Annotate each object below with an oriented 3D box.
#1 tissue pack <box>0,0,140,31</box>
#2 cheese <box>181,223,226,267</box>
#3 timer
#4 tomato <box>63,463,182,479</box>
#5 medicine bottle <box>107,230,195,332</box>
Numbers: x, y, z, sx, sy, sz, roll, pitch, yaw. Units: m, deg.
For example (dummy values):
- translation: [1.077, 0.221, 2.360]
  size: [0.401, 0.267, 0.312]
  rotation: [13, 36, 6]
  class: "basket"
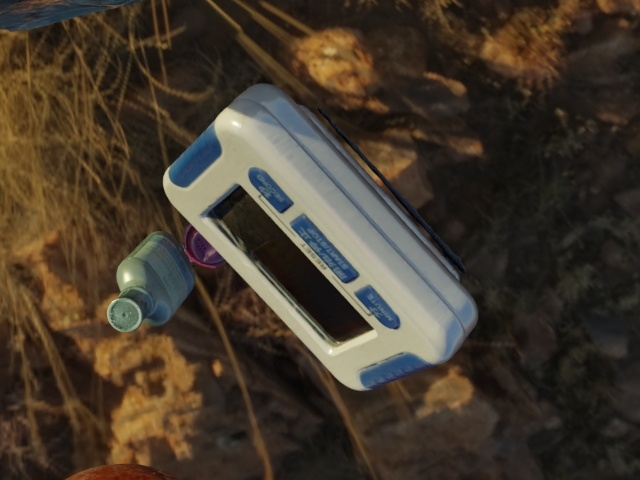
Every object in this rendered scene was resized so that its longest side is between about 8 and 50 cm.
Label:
- translation: [-0.183, -0.195, 0.729]
  size: [0.185, 0.257, 0.081]
  rotation: [-9, 91, 16]
  class: "tissue pack"
- translation: [-0.176, -0.007, 2.074]
  size: [0.145, 0.038, 0.095]
  rotation: [-26, 100, 14]
  class: "cheese"
- translation: [0.000, 0.000, 0.954]
  size: [0.253, 0.178, 0.078]
  rotation: [47, 61, -6]
  class: "timer"
- translation: [-0.224, 0.391, 1.373]
  size: [0.265, 0.265, 0.264]
  rotation: [-8, 121, -14]
  class: "tomato"
- translation: [-0.203, 0.054, 1.433]
  size: [0.054, 0.208, 0.090]
  rotation: [-25, 101, 15]
  class: "medicine bottle"
